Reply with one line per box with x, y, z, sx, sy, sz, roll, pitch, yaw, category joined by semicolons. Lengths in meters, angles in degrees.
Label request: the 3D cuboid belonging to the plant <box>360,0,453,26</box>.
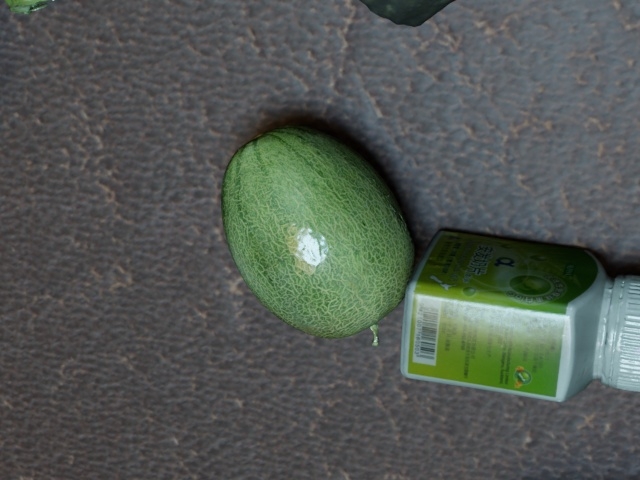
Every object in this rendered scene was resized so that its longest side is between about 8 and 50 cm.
0.088;-0.288;1.017;0.188;0.199;0.276;30;126;-26;plant

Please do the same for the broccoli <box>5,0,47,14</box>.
-0.316;-0.297;1.189;0.145;0.165;0.304;-35;111;18;broccoli

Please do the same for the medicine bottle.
0.166;0.060;1.176;0.188;0.132;0.088;8;112;12;medicine bottle

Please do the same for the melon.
0.000;0.000;1.199;0.139;0.139;0.192;-28;99;24;melon
